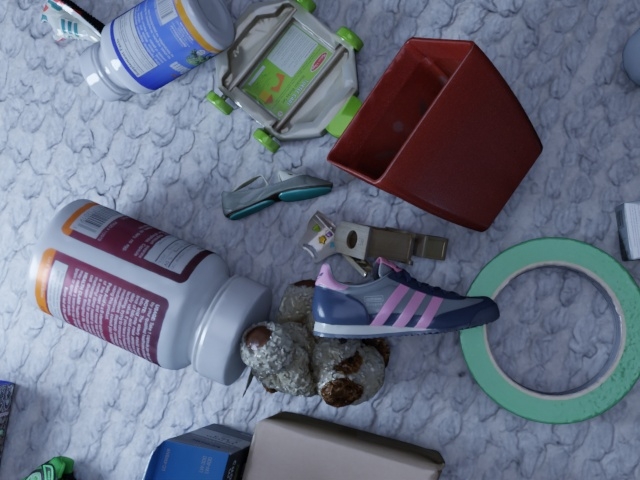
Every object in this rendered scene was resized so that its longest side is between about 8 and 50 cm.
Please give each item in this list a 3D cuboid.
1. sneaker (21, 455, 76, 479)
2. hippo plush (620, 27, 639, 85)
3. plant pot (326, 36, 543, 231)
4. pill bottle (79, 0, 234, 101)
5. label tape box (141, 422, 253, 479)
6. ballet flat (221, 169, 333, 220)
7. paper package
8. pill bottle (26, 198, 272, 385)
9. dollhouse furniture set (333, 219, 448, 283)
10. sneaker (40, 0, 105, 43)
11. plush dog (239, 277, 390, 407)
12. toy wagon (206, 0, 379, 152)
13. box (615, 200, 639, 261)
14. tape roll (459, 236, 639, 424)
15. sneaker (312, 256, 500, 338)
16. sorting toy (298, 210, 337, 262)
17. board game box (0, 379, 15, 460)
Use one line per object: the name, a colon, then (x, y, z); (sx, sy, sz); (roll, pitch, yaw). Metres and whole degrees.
sneaker: (-0.414, 0.536, 1.710); (0.343, 0.134, 0.146); (42, 91, 10)
hippo plush: (0.621, -0.357, 1.578); (0.294, 0.234, 0.237); (25, 101, -9)
plant pot: (0.211, -0.165, 1.605); (0.235, 0.267, 0.267); (34, 91, -22)
pill bottle: (-0.308, -0.365, 1.750); (0.272, 0.152, 0.152); (-25, 81, 23)
label tape box: (-0.213, 0.454, 1.576); (0.115, 0.347, 0.249); (15, 87, 10)
ballet flat: (-0.085, -0.097, 1.748); (0.213, 0.072, 0.068); (-16, 77, 7)
paper package: (0.022, 0.480, 1.631); (0.324, 0.168, 0.310); (14, 87, 9)
pill bottle: (-0.299, 0.095, 1.683); (0.392, 0.224, 0.224); (23, 89, 12)
dollhouse furniture set: (0.116, 0.057, 1.696); (0.181, 0.101, 0.161); (8, 94, -34)
sneaker: (-0.481, -0.413, 1.852); (0.161, 0.057, 0.075); (37, 108, 9)
plush dog: (0.003, 0.217, 1.651); (0.225, 0.262, 0.211); (17, 121, 19)
toy wagon: (-0.037, -0.291, 1.760); (0.344, 0.068, 0.267); (40, 92, 9)
box: (0.564, -0.018, 1.624); (0.087, 0.101, 0.102); (-8, 85, 8)
tape roll: (0.404, 0.156, 1.646); (0.321, 0.077, 0.321); (-1, 85, 9)
sneaker: (0.144, 0.091, 1.565); (0.318, 0.112, 0.131); (-3, 90, -11)
sorting toy: (0.000, 0.000, 1.742); (0.075, 0.045, 0.083); (-45, 81, 10)
board game box: (-0.732, 0.394, 1.768); (0.232, 0.141, 0.291); (10, 87, 10)
